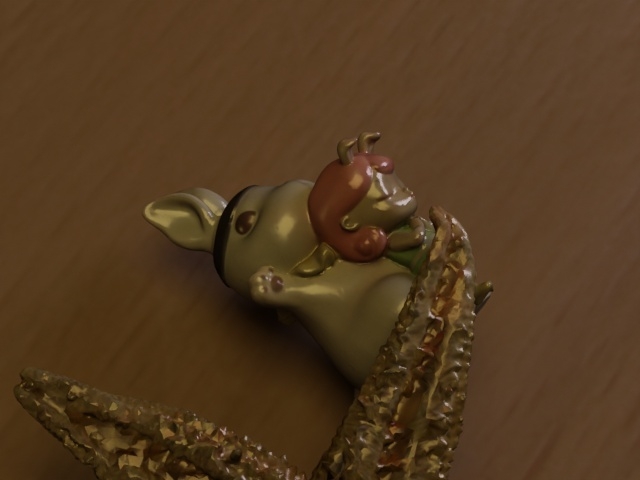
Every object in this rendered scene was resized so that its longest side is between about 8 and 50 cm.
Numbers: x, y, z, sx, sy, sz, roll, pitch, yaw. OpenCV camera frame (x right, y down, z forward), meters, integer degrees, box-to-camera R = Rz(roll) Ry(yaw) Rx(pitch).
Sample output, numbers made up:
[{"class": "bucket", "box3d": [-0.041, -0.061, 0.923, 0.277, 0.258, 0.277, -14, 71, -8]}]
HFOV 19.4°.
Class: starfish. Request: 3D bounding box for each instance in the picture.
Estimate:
[{"class": "starfish", "box3d": [-0.018, 0.120, 0.749, 0.231, 0.048, 0.295, 10, 81, 1]}]

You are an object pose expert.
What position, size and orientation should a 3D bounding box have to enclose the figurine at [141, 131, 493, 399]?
[{"class": "figurine", "box3d": [0.004, -0.001, 0.834, 0.146, 0.081, 0.098, 42, 91, 12]}]
